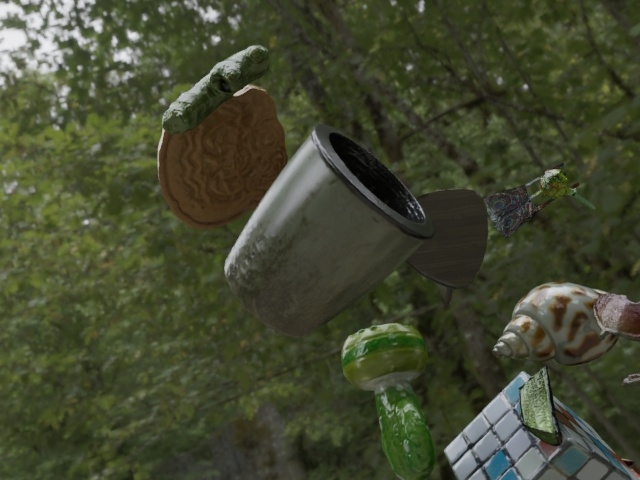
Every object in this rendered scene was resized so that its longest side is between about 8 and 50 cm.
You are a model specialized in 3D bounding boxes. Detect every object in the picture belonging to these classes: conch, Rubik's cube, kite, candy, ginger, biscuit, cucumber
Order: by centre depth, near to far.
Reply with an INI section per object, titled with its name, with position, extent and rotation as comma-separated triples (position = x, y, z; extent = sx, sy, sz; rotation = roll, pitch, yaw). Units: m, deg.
[cucumber]
position = 0.410, 0.319, 1.623
extent = 0.070, 0.046, 0.220
rotation = -24, 19, 18
[conch]
position = 0.464, 0.171, 1.686
extent = 0.275, 0.183, 0.149
rotation = -10, 19, 7
[Rubik's cube]
position = 0.447, 0.472, 1.755
extent = 0.253, 0.256, 0.259
rotation = 39, -81, -22
[candy]
position = 0.525, -0.098, 1.817
extent = 0.194, 0.062, 0.058
rotation = 21, -10, -41
[ginger]
position = -0.232, -0.335, 1.916
extent = 0.290, 0.089, 0.137
rotation = -36, 24, -5
[biscuit]
position = -0.259, -0.216, 2.327
extent = 0.365, 0.062, 0.385
rotation = -17, -57, -19
[kite]
position = 0.650, -0.131, 2.665
extent = 0.285, 0.152, 0.015
rotation = -32, -28, 21

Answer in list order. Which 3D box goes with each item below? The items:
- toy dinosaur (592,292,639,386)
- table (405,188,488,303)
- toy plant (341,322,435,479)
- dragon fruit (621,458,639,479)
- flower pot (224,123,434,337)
[toy dinosaur]
position = 0.633, 0.188, 1.505
extent = 0.327, 0.206, 0.113
rotation = 5, -20, 24
[table]
position = 0.358, 0.044, 2.630
extent = 0.317, 0.317, 0.249
rotation = -21, -20, -7
[toy plant]
position = 0.155, 0.346, 1.803
extent = 0.184, 0.316, 0.224
rotation = -7, -24, -13
[dragon fruit]
position = 0.815, 0.713, 2.348
extent = 0.305, 0.305, 0.226
rotation = -1, -69, -45
[flower pot]
position = 0.000, 0.000, 1.611
extent = 0.330, 0.293, 0.293
rotation = -48, -28, 17
